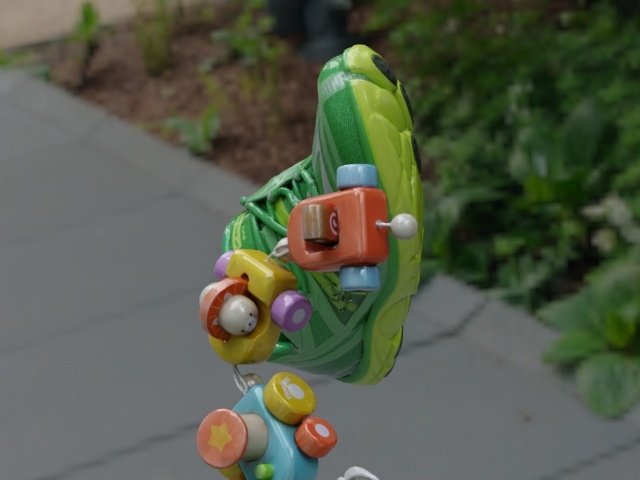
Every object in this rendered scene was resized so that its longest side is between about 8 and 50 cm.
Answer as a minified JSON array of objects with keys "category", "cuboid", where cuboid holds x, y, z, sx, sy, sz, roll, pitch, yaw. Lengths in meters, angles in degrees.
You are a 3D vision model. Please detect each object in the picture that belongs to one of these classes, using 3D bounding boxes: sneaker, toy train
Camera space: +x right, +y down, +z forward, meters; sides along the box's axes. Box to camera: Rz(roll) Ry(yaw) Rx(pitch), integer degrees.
[{"category":"sneaker","cuboid":[0.000,0.000,1.258,0.123,0.295,0.109,0,50,-5]},{"category":"toy train","cuboid":[-0.014,0.049,0.905,0.046,0.166,0.125,6,-6,-43]}]
